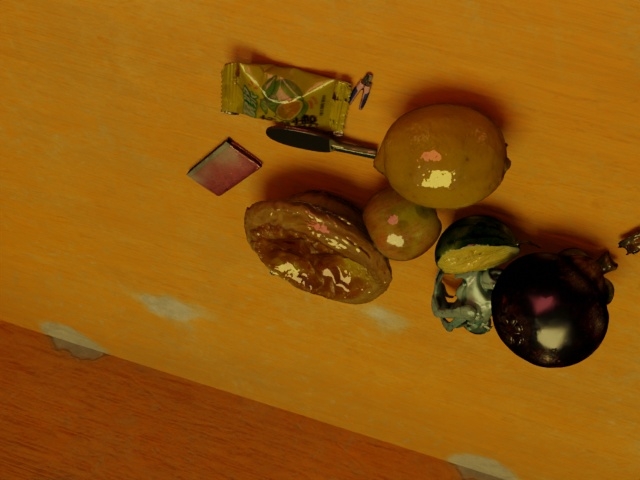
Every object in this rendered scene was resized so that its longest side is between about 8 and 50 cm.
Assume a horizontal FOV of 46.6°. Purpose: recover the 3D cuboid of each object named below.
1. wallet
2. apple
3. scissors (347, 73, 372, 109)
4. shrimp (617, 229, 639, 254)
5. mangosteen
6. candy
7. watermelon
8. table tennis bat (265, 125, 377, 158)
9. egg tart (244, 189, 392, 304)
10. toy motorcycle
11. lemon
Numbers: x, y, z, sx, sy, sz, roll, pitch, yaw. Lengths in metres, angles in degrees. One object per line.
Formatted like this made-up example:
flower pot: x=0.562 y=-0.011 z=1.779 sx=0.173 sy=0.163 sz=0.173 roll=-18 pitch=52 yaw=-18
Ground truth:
wallet: x=-0.264 y=-0.194 z=2.027 sx=0.119 sy=0.025 sz=0.232 roll=36 pitch=144 yaw=-22
apple: x=0.205 y=-0.049 z=1.836 sx=0.196 sy=0.196 sz=0.196 roll=14 pitch=147 yaw=9
scissors: x=0.092 y=-0.330 z=1.642 sx=0.039 sy=0.012 sz=0.113 roll=23 pitch=148 yaw=-5
shrimp: x=0.811 y=0.059 z=1.787 sx=0.222 sy=0.054 sz=0.290 roll=18 pitch=144 yaw=2
mangosteen: x=0.574 y=0.161 z=1.848 sx=0.297 sy=0.313 sz=0.297 roll=16 pitch=121 yaw=28
candy: x=-0.082 y=-0.324 z=1.690 sx=0.297 sy=0.081 sz=0.187 roll=9 pitch=149 yaw=-2
watermelon: x=0.392 y=0.002 z=1.860 sx=0.204 sy=0.127 sz=0.232 roll=14 pitch=150 yaw=-39
table tennis bat: x=0.002 y=-0.234 z=1.785 sx=0.274 sy=0.021 sz=0.154 roll=12 pitch=172 yaw=3
egg tart: x=0.000 y=0.000 z=2.020 sx=0.443 sy=0.178 sz=0.443 roll=20 pitch=153 yaw=11
toy motorcycle: x=0.413 y=0.144 z=2.062 sx=0.206 sy=0.154 sz=0.260 roll=33 pitch=135 yaw=18
lemon: x=0.261 y=-0.178 z=1.578 sx=0.263 sy=0.236 sz=0.236 roll=26 pitch=148 yaw=3
